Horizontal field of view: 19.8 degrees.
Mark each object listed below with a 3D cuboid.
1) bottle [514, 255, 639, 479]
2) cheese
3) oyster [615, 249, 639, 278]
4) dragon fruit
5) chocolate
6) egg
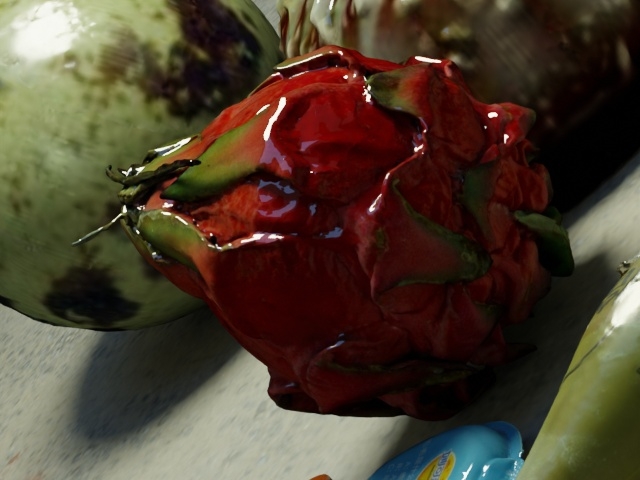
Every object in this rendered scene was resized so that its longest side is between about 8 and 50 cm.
[{"bbox_3d":[0.153,0.070,0.867,0.269,0.083,0.083,-50,17,-5],"label":"bottle"},{"bbox_3d":[0.035,0.154,1.040,0.256,0.037,0.106,-24,26,55],"label":"cheese"},{"bbox_3d":[0.191,0.014,0.995,0.051,0.034,0.093,-31,5,-4],"label":"oyster"},{"bbox_3d":[0.000,0.000,1.086,0.293,0.233,0.234,-7,28,10],"label":"dragon fruit"},{"bbox_3d":[0.087,-0.145,1.301,0.225,0.210,0.340,-46,17,-6],"label":"chocolate"},{"bbox_3d":[-0.191,-0.093,1.618,0.345,0.345,0.428,-48,15,-5],"label":"egg"}]
